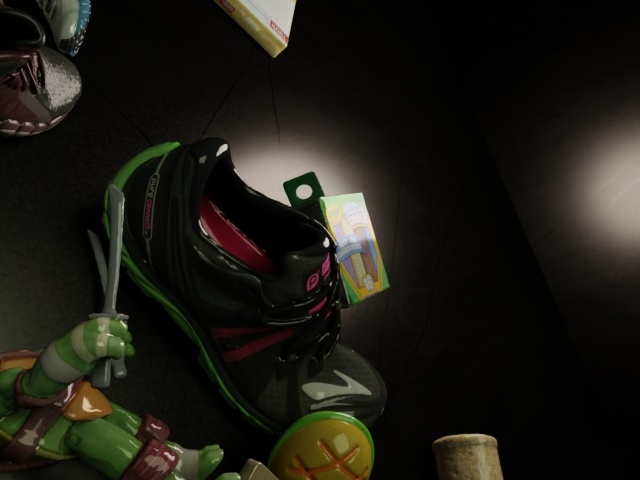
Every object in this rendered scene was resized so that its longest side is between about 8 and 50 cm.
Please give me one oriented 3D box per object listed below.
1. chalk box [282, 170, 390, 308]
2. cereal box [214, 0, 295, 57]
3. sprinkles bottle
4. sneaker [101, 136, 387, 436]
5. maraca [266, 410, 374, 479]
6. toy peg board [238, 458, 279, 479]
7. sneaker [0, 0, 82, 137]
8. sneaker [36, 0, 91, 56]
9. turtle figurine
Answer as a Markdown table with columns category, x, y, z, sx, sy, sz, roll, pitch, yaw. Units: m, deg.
| category | x | y | z | sx | sy | sz | roll | pitch | yaw |
| --- | --- | --- | --- | --- | --- | --- | --- | --- | --- |
| chalk box | 0.000 | 0.000 | 0.788 | 0.132 | 0.132 | 0.213 | -12 | 86 | -54 |
| cereal box | -0.136 | -0.532 | 1.081 | 0.173 | 0.047 | 0.240 | 36 | 42 | -32 |
| sprinkles bottle | 0.270 | 0.516 | 0.820 | 0.121 | 0.121 | 0.355 | 30 | 45 | -39 |
| sneaker | -0.053 | 0.084 | 0.613 | 0.483 | 0.202 | 0.185 | 51 | 36 | -22 |
| maraca | -0.007 | 0.284 | 0.584 | 0.127 | 0.185 | 0.099 | 16 | 12 | -12 |
| toy peg board | -0.089 | 0.310 | 0.469 | 0.161 | 0.079 | 0.160 | -57 | 132 | -34 |
| sneaker | -0.295 | -0.166 | 0.473 | 0.281 | 0.162 | 0.106 | -50 | 123 | -65 |
| sneaker | -0.349 | -0.317 | 0.639 | 0.083 | 0.071 | 0.190 | 10 | 51 | -43 |
| turtle figurine | -0.172 | 0.114 | 0.441 | 0.266 | 0.198 | 0.274 | 48 | 39 | -13 |
